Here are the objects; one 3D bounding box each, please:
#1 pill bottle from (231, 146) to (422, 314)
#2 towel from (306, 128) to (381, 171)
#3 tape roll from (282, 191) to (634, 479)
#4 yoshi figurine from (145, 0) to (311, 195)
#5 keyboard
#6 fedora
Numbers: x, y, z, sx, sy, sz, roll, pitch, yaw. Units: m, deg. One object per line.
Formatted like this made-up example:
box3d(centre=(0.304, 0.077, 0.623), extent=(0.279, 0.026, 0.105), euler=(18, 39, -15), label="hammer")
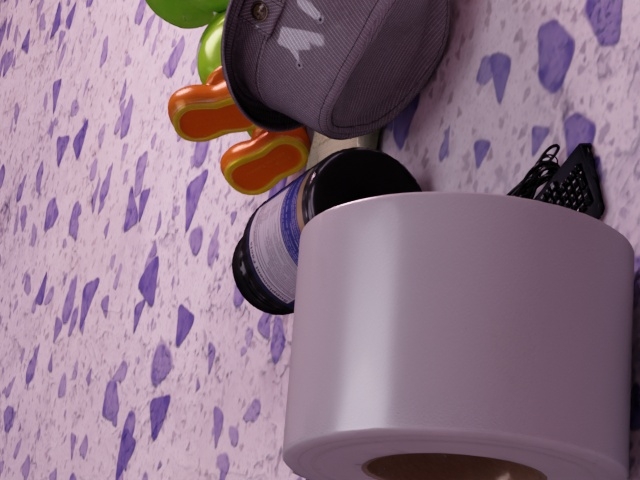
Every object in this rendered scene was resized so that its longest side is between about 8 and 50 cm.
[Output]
box3d(centre=(0.000, 0.000, 1.843), extent=(0.219, 0.123, 0.122), euler=(147, 131, -61), label="pill bottle")
box3d(centre=(0.020, -0.085, 1.968), extent=(0.148, 0.027, 0.110), euler=(163, 116, -65), label="towel")
box3d(centre=(0.099, 0.085, 1.399), extent=(0.246, 0.246, 0.169), euler=(147, 131, -60), label="tape roll")
box3d(centre=(-0.116, -0.224, 2.162), extent=(0.203, 0.203, 0.362), euler=(117, 158, -46), label="yoshi figurine")
box3d(centre=(0.158, -0.004, 1.577), extent=(0.192, 0.038, 0.100), euler=(-55, 31, 42), label="keyboard")
box3d(centre=(0.035, -0.202, 1.803), extent=(0.124, 0.244, 0.275), euler=(39, 107, 33), label="fedora")
